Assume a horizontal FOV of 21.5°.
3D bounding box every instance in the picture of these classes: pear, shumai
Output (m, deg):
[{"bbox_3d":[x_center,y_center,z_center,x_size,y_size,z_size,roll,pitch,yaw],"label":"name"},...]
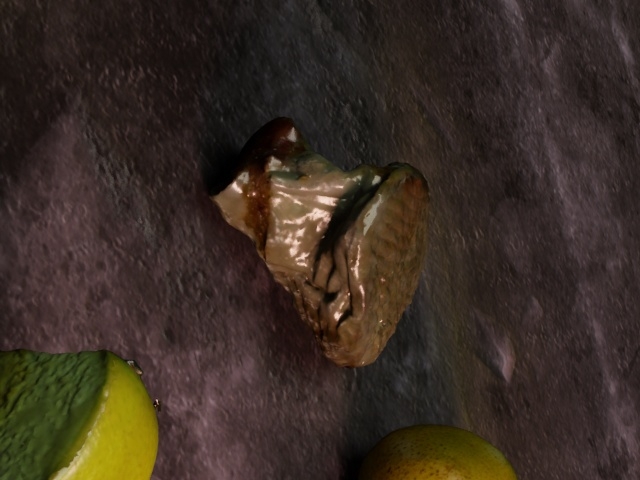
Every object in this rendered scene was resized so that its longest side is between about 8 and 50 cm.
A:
[{"bbox_3d":[-0.274,0.230,1.268,0.176,0.286,0.282,64,34,-40],"label":"pear"},{"bbox_3d":[0.131,0.288,1.779,0.198,0.198,0.198,23,58,-43],"label":"pear"},{"bbox_3d":[0.000,0.000,1.807,0.222,0.203,0.272,-54,152,-44],"label":"shumai"}]
